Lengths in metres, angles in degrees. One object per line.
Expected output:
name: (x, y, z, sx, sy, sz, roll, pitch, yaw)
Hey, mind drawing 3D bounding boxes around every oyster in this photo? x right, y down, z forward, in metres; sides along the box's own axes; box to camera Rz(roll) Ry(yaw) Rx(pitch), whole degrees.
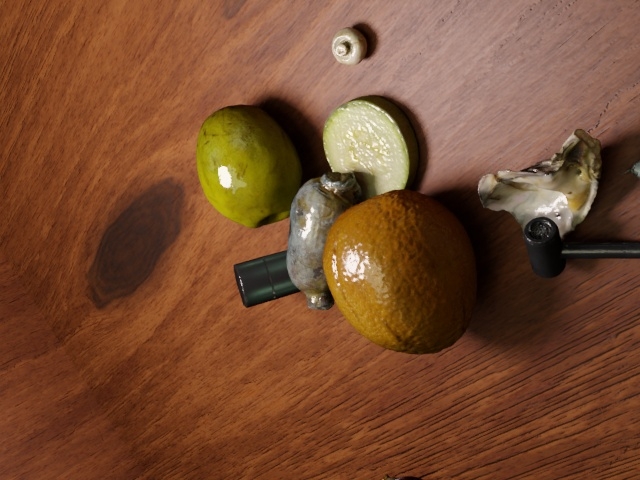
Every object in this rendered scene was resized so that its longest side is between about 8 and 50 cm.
oyster: (0.432, -0.101, 1.642, 0.271, 0.100, 0.275, -13, 143, 30)

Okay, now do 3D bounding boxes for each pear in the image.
pear: (-0.171, -0.184, 2.057, 0.253, 0.253, 0.307, -26, 77, 46)

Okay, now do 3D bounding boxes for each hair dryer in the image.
hair dryer: (-0.106, 0.085, 2.227, 0.302, 0.244, 0.116, 175, 81, -78)
hair dryer: (0.521, 0.008, 1.627, 0.256, 0.070, 0.128, -3, 145, 25)

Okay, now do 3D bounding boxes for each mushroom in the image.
mushroom: (0.061, -0.421, 1.855, 0.084, 0.067, 0.083, 13, 115, 31)

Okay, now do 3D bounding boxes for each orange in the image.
orange: (0.177, 0.072, 1.823, 0.322, 0.322, 0.357, -21, 98, 46)

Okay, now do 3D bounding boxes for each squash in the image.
squash: (0.110, -0.201, 1.934, 0.252, 0.049, 0.252, 21, 124, 34)

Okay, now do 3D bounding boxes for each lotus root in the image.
lotus root: (-0.002, -0.001, 1.997, 0.175, 0.175, 0.349, 24, 116, 32)

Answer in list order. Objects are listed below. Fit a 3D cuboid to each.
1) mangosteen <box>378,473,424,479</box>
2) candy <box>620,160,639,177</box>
mangosteen: (0.226, 0.686, 2.208, 0.173, 0.184, 0.172, 0, 84, 4)
candy: (0.619, -0.130, 1.514, 0.175, 0.045, 0.043, -10, 69, 46)
